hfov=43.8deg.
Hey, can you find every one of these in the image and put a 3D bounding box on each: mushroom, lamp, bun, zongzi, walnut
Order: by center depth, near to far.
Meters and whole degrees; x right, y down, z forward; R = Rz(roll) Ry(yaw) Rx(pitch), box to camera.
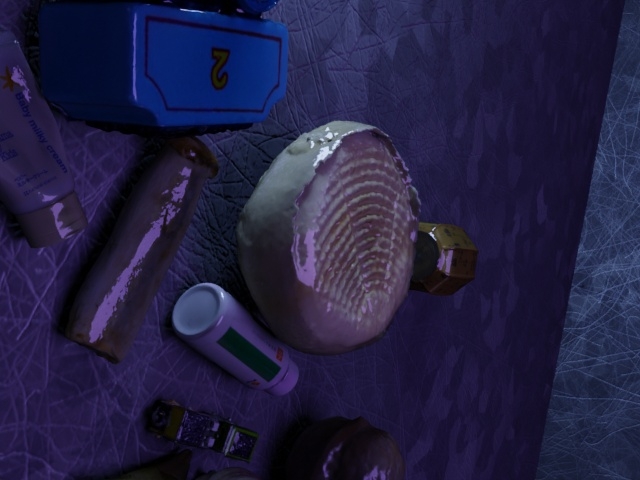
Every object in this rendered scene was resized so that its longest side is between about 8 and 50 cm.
[{"bbox_3d":[-0.226,-0.001,1.019,0.100,0.081,0.312,42,67,-49],"label":"mushroom"},{"bbox_3d":[-0.244,0.326,1.075,0.160,0.078,0.176,62,37,-42],"label":"zongzi"},{"bbox_3d":[-0.002,-0.003,1.246,0.364,0.202,0.364,-10,102,-55],"label":"bun"},{"bbox_3d":[0.040,0.417,1.403,0.224,0.224,0.224,-19,113,-54],"label":"walnut"},{"bbox_3d":[0.242,0.038,1.679,0.185,0.161,0.161,12,87,-57],"label":"lamp"}]

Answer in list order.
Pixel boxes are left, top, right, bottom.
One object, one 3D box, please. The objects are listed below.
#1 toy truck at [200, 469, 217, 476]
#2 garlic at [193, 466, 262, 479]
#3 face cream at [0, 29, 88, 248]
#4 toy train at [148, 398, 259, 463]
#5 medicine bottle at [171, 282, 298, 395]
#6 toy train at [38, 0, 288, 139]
[{"bbox_3d":[-0.166,0.435,1.211,0.080,0.078,0.154,-28,120,-52],"label":"toy truck"},{"bbox_3d":[-0.118,0.431,1.078,0.160,0.245,0.245,17,82,-26],"label":"garlic"},{"bbox_3d":[-0.328,-0.104,0.857,0.114,0.070,0.224,-41,121,-45],"label":"face cream"},{"bbox_3d":[-0.167,0.281,1.169,0.202,0.081,0.060,37,67,-54],"label":"toy train"},{"bbox_3d":[-0.118,0.160,1.204,0.260,0.095,0.095,51,56,-48],"label":"medicine bottle"},{"bbox_3d":[-0.176,-0.251,0.932,0.300,0.188,0.265,-16,113,-58],"label":"toy train"}]
